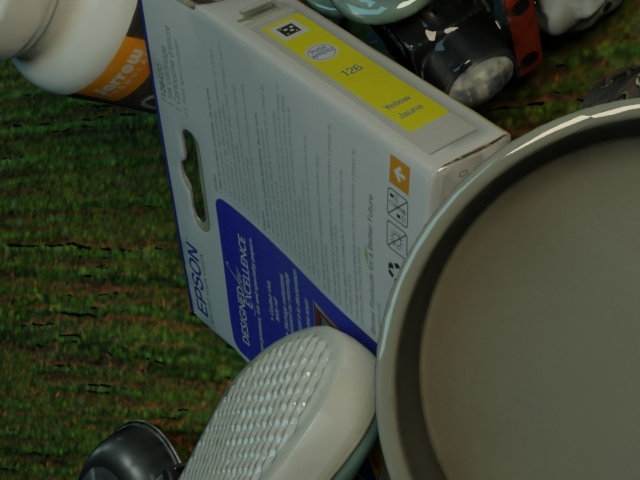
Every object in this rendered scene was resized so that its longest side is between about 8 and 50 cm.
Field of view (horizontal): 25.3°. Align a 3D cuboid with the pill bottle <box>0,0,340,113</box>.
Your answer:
[{"bbox_3d":[-0.133,-0.175,1.042,0.162,0.278,0.162,-8,79,47],"label":"pill bottle"}]

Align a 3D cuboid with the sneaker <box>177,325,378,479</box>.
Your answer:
[{"bbox_3d":[-0.017,0.190,0.955,0.366,0.150,0.135,125,159,-45],"label":"sneaker"}]

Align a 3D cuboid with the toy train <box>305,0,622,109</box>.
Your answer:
[{"bbox_3d":[0.058,-0.233,0.928,0.190,0.142,0.334,-32,59,-1],"label":"toy train"}]

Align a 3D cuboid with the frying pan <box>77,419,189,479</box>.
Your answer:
[{"bbox_3d":[-0.120,0.233,1.111,0.326,0.053,0.197,-21,73,55],"label":"frying pan"}]

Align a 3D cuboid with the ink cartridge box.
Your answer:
[{"bbox_3d":[0.000,0.000,0.930,0.307,0.072,0.304,42,148,42],"label":"ink cartridge box"}]

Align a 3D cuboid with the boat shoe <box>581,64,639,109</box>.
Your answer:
[{"bbox_3d":[0.185,-0.067,0.832,0.073,0.080,0.224,51,125,32],"label":"boat shoe"}]

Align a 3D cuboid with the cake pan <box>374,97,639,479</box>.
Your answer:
[{"bbox_3d":[0.175,0.073,0.730,0.293,0.054,0.293,1,95,7],"label":"cake pan"}]
